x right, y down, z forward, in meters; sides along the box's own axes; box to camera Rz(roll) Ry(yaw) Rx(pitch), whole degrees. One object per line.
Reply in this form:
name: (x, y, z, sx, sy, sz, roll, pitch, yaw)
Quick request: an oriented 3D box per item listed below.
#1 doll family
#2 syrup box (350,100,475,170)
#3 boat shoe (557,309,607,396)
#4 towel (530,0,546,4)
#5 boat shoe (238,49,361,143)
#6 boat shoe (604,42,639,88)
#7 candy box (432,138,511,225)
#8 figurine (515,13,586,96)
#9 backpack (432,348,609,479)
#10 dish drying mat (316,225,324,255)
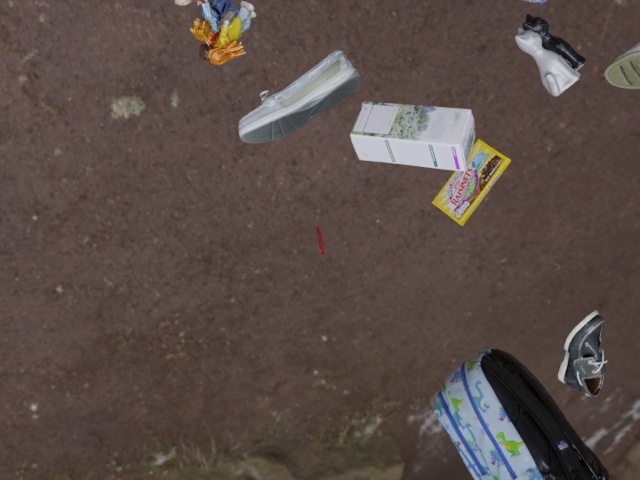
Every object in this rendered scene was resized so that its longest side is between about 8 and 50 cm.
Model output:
doll family: (-0.215, -0.473, 1.508, 0.163, 0.118, 0.263, -60, 159, -18)
syrup box: (0.191, -0.216, 1.461, 0.096, 0.237, 0.093, 60, 45, -55)
boat shoe: (0.494, 0.208, 1.294, 0.084, 0.079, 0.233, -34, 142, -16)
towel: (0.579, -0.654, 1.723, 0.209, 0.034, 0.285, -32, 175, 31)
boat shoe: (-0.060, -0.337, 1.676, 0.320, 0.103, 0.118, -32, 166, -2)
boat shoe: (0.859, -0.474, 1.764, 0.113, 0.103, 0.302, 41, 150, -21)
candy box: (0.386, -0.150, 1.823, 0.027, 0.105, 0.206, 20, 109, -52)
figurine: (0.624, -0.523, 1.962, 0.092, 0.209, 0.215, -38, -172, 39)
backpack: (0.414, 0.412, 1.541, 0.290, 0.355, 0.273, -7, 159, -48)
dish drying mat: (0.000, 0.000, 2.033, 0.008, 0.083, 0.032, -16, 152, 11)
